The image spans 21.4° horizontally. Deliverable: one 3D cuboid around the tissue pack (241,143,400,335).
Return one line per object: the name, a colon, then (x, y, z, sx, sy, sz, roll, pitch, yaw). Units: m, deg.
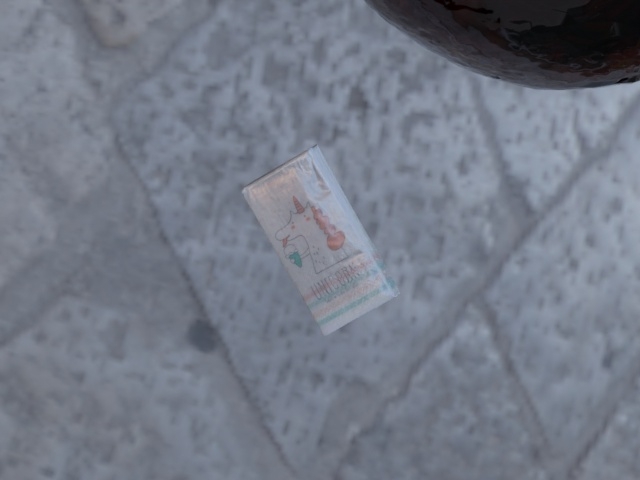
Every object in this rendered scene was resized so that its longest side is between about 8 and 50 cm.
tissue pack: (0.000, 0.000, 1.055, 0.108, 0.056, 0.023, 61, 19, 0)

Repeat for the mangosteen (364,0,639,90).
mangosteen: (0.144, -0.310, 1.084, 0.381, 0.421, 0.381, -16, 140, -14)
